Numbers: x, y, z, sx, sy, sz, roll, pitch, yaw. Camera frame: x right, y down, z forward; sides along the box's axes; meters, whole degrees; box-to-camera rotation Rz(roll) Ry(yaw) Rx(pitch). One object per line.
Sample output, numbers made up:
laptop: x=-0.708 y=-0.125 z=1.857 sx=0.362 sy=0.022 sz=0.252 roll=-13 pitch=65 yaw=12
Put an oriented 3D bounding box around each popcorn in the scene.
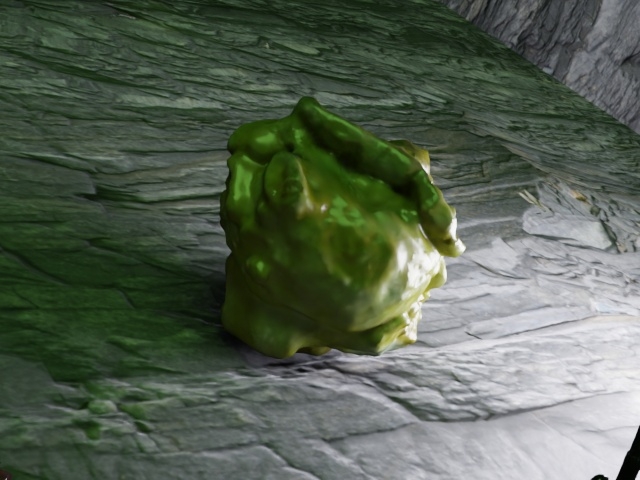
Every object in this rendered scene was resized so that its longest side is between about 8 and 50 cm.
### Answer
popcorn: x=0.009 y=-0.016 z=1.210 sx=0.312 sy=0.312 sz=0.312 roll=17 pitch=28 yaw=-9

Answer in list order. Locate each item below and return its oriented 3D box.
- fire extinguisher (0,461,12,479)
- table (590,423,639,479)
fire extinguisher: x=-0.346 y=0.189 z=0.856 sx=0.157 sy=0.045 sz=0.078 roll=19 pitch=51 yaw=-3
table: x=0.282 y=0.296 z=0.891 sx=0.318 sy=0.249 sz=0.317 roll=17 pitch=28 yaw=-9
